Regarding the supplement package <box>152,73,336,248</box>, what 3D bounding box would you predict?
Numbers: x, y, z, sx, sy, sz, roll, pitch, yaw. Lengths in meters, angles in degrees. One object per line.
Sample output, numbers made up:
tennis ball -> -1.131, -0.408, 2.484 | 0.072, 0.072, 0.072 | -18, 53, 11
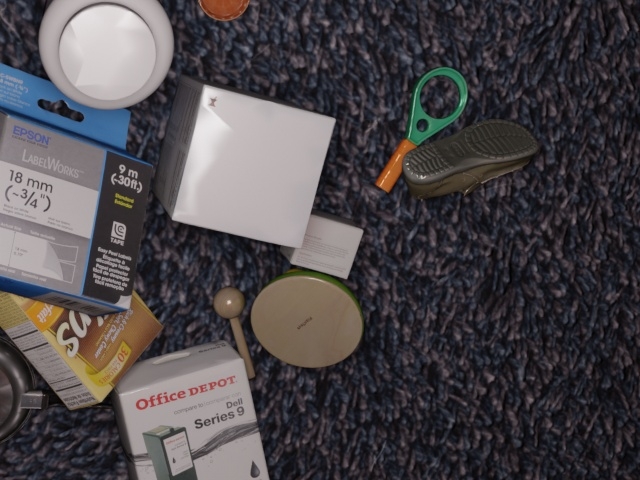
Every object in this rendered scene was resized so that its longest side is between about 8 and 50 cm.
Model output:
supplement package -> -0.124, -0.125, 1.799 | 0.199, 0.263, 0.198 | 13, 98, -16

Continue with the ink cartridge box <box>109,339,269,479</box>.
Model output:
ink cartridge box -> -0.209, 0.332, 1.939 | 0.211, 0.121, 0.289 | -15, 105, -16

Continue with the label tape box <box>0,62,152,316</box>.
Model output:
label tape box -> -0.375, -0.082, 1.724 | 0.241, 0.106, 0.333 | 18, 70, -36

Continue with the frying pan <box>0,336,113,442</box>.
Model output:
frying pan -> -0.494, 0.270, 1.901 | 0.326, 0.053, 0.197 | 29, 94, -15

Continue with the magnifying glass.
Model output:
magnifying glass -> 0.163, -0.183, 1.988 | 0.092, 0.026, 0.231 | 32, 93, -18

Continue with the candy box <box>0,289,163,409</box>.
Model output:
candy box -> -0.400, 0.077, 1.814 | 0.316, 0.087, 0.183 | 54, 44, -17

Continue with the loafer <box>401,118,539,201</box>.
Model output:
loafer -> 0.245, -0.131, 1.998 | 0.251, 0.094, 0.087 | -14, 146, -17

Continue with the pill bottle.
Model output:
pill bottle -> -0.301, -0.288, 1.681 | 0.181, 0.323, 0.181 | -3, 109, -10

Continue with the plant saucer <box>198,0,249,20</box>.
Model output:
plant saucer -> -0.151, -0.385, 1.870 | 0.083, 0.013, 0.083 | -3, 102, -15

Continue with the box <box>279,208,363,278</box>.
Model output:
box -> 0.000, 0.000, 1.942 | 0.101, 0.102, 0.087 | 16, 99, -16

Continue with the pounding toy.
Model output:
pounding toy -> -0.039, 0.111, 1.970 | 0.237, 0.110, 0.183 | -14, 119, 18
